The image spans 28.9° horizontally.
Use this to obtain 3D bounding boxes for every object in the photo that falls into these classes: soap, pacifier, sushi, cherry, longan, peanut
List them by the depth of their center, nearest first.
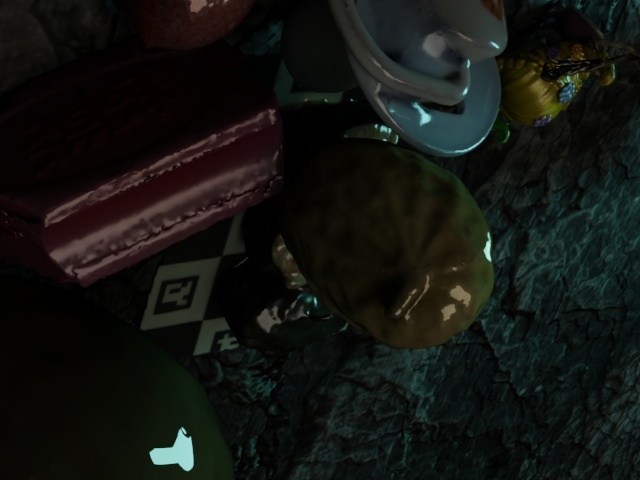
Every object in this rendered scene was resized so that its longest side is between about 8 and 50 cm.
[{"bbox_3d":[-0.074,-0.243,0.956,0.107,0.090,0.225,33,85,-37],"label":"cherry"},{"bbox_3d":[-0.160,-0.063,0.981,0.250,0.162,0.099,-28,141,-19],"label":"soap"},{"bbox_3d":[-0.265,0.228,0.997,0.404,0.404,0.436,-45,135,5],"label":"longan"},{"bbox_3d":[0.039,-0.019,1.021,0.143,0.291,0.159,-26,111,-6],"label":"peanut"},{"bbox_3d":[0.042,-0.196,1.031,0.227,0.279,0.207,6,164,-43],"label":"pacifier"},{"bbox_3d":[0.000,0.000,1.237,0.296,0.100,0.373,-6,130,-38],"label":"sushi"}]

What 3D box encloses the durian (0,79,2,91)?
[{"bbox_3d":[-0.389,-0.008,0.885,0.375,0.106,0.132,-24,145,-15],"label":"durian"}]

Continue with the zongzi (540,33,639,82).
[{"bbox_3d":[0.466,-0.222,1.260,0.447,0.181,0.418,-23,-175,19],"label":"zongzi"}]

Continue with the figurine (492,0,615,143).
[{"bbox_3d":[0.228,-0.158,1.274,0.156,0.115,0.095,-40,133,1],"label":"figurine"}]
